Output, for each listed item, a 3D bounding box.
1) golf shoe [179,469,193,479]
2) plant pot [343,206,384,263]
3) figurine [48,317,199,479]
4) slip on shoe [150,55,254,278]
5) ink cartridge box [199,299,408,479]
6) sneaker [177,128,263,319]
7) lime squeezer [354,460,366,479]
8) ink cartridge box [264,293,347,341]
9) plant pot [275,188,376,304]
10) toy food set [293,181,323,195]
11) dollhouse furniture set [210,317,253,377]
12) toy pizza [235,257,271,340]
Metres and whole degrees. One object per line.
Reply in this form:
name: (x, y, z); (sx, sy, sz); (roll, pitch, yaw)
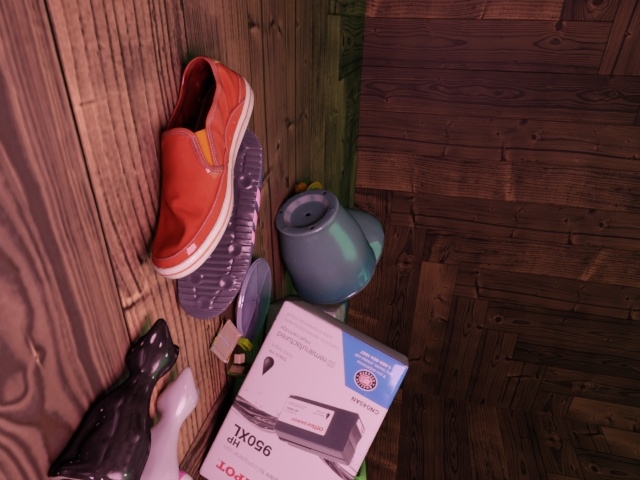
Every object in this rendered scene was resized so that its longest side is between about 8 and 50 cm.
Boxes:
golf shoe: (-0.211, 0.526, 0.712); (0.115, 0.140, 0.306); (-51, 145, -67)
plant pot: (0.055, -0.004, 1.513); (0.195, 0.290, 0.290); (27, 65, -39)
figurine: (-0.233, 0.250, 0.580); (0.209, 0.092, 0.215); (-78, 169, -45)
slip on shoe: (-0.180, -0.110, 0.584); (0.101, 0.123, 0.331); (34, 61, -53)
ink cartridge box: (-0.026, 0.366, 0.892); (0.395, 0.285, 0.166); (-63, 167, -3)
sneaker: (-0.160, -0.025, 0.724); (0.131, 0.112, 0.319); (169, -64, -84)
lime squeezer: (0.069, 0.559, 0.881); (0.310, 0.059, 0.110); (-44, 157, -56)
ink cartridge box: (-0.039, 0.286, 1.277); (0.270, 0.197, 0.198); (9, 88, -80)
plant pot: (0.000, 0.000, 1.205); (0.255, 0.272, 0.271); (65, 30, -42)
toy food set: (-0.050, -0.123, 1.348); (0.128, 0.071, 0.218); (-56, 160, -11)
dollhouse furniture set: (-0.198, 0.235, 0.897); (0.151, 0.059, 0.076); (63, 38, -37)
toy pizza: (-0.163, 0.140, 0.991); (0.201, 0.032, 0.201); (8, 90, -78)
